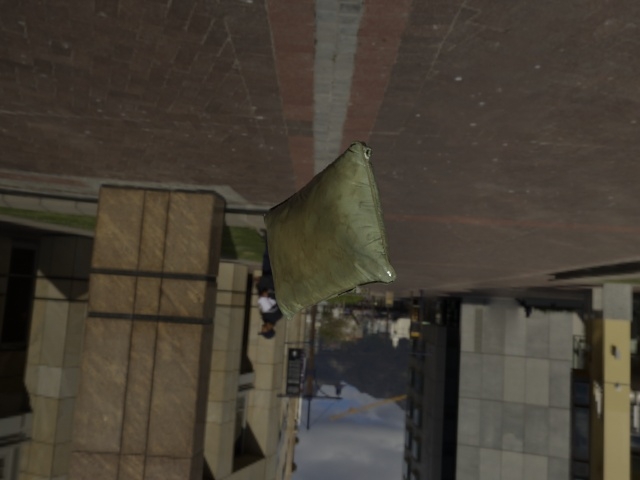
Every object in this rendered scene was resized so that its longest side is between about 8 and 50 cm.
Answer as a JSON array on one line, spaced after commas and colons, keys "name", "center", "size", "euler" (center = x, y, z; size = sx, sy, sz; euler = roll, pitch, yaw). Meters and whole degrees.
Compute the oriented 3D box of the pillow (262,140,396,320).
[{"name": "pillow", "center": [0.000, 0.000, 0.806], "size": [0.075, 0.185, 0.302], "euler": [-4, 166, -31]}]
